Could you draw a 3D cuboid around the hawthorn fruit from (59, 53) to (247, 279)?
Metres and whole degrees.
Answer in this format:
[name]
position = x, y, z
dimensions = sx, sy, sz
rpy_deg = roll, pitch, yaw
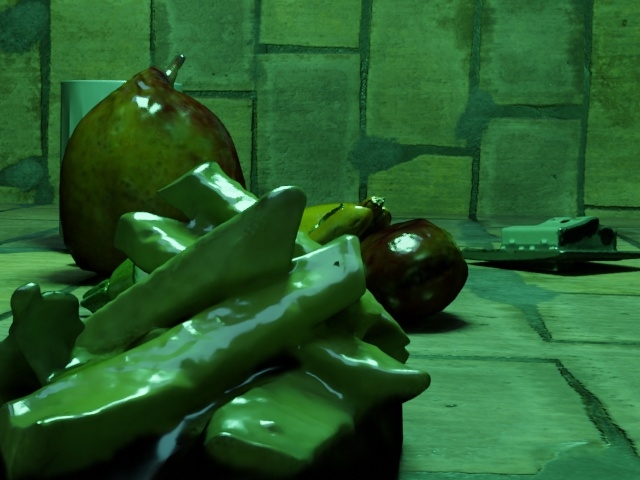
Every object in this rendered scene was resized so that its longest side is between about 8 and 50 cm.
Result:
[hawthorn fruit]
position = -0.259, -0.087, 1.903
dimensions = 0.308, 0.325, 0.308
rpy_deg = 0, 34, 0

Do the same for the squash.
[squash]
position = -0.232, 0.064, 1.511
dimensions = 0.132, 0.105, 0.105
rpy_deg = -19, -9, 39

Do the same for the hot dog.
[hot dog]
position = 0.011, 0.007, 1.661
dimensions = 0.235, 0.062, 0.092
rpy_deg = -38, -24, 33

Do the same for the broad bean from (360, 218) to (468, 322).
[broad bean]
position = 0.105, 0.042, 1.548
dimensions = 0.156, 0.122, 0.228
rpy_deg = -25, 1, -5

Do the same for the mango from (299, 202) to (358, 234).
[mango]
position = 0.000, 0.000, 2.019
dimensions = 0.221, 0.120, 0.151
rpy_deg = -5, 0, 17

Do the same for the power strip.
[power strip]
position = 0.429, 0.003, 2.219
dimensions = 0.251, 0.092, 0.257
rpy_deg = -7, 5, -38

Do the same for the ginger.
[ginger]
position = -0.106, 0.054, 0.870
dimensions = 0.358, 0.211, 0.413
rpy_deg = -1, 5, 1

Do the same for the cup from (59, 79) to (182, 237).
[cup]
position = -0.401, -0.144, 2.373
dimensions = 0.236, 0.327, 0.323
rpy_deg = -2, 7, -26
